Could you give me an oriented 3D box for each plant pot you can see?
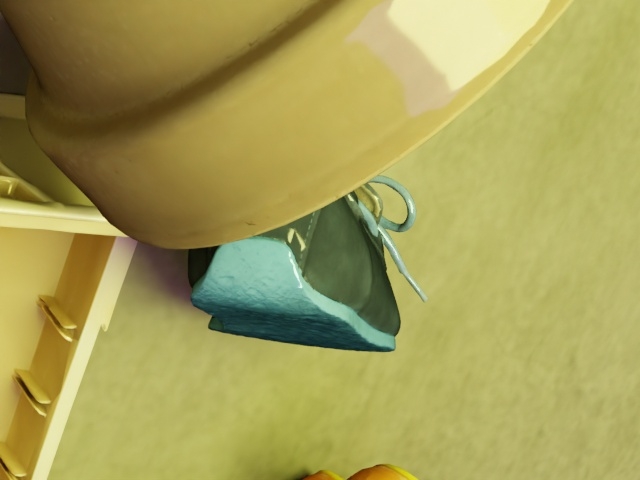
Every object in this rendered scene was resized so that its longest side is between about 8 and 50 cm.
[{"bbox_3d":[-0.050,-0.166,0.636,0.263,0.263,0.229,-44,115,-2],"label":"plant pot"}]

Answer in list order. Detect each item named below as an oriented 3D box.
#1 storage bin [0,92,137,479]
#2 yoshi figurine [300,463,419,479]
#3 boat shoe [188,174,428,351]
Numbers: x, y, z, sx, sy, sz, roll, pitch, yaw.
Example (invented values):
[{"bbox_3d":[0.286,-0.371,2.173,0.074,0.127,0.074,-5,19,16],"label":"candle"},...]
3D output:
[{"bbox_3d":[-0.212,0.072,0.741,0.260,0.123,0.262,5,116,-36],"label":"storage bin"},{"bbox_3d":[-0.096,0.246,0.891,0.362,0.203,0.203,-45,136,-18],"label":"yoshi figurine"},{"bbox_3d":[0.000,0.000,0.799,0.109,0.258,0.089,6,82,-2],"label":"boat shoe"}]
